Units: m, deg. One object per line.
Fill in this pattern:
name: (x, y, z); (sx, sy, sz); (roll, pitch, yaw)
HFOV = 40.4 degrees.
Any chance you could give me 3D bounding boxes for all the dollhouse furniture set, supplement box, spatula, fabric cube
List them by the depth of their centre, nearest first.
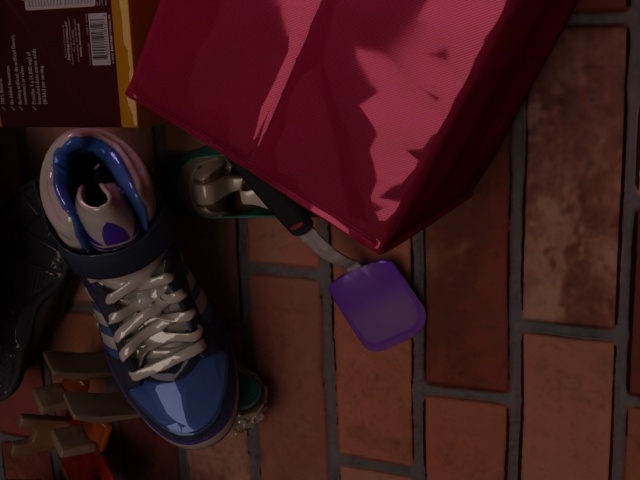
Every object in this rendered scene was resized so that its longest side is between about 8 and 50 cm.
fabric cube: (0.044, -0.184, 0.714); (0.259, 0.254, 0.258); (32, 115, 14)
spatula: (0.000, 0.000, 0.842); (0.084, 0.030, 0.296); (-26, 122, 27)
supplement box: (-0.239, -0.216, 0.904); (0.194, 0.129, 0.191); (4, 104, 24)
dollhouse furniture set: (-0.262, 0.299, 1.026); (0.259, 0.135, 0.262); (45, 120, 44)

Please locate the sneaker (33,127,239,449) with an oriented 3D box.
sneaker: (-0.184, 0.045, 0.847); (0.130, 0.236, 0.322); (-21, 74, -3)

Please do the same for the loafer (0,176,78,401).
loafer: (-0.349, 0.051, 1.045); (0.109, 0.095, 0.302); (28, 109, 6)

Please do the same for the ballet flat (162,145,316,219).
ballet flat: (-0.077, -0.059, 0.890); (0.247, 0.087, 0.083); (-2, 101, 25)

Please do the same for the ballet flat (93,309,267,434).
ballet flat: (-0.164, 0.144, 0.987); (0.241, 0.091, 0.077); (34, 143, 19)
